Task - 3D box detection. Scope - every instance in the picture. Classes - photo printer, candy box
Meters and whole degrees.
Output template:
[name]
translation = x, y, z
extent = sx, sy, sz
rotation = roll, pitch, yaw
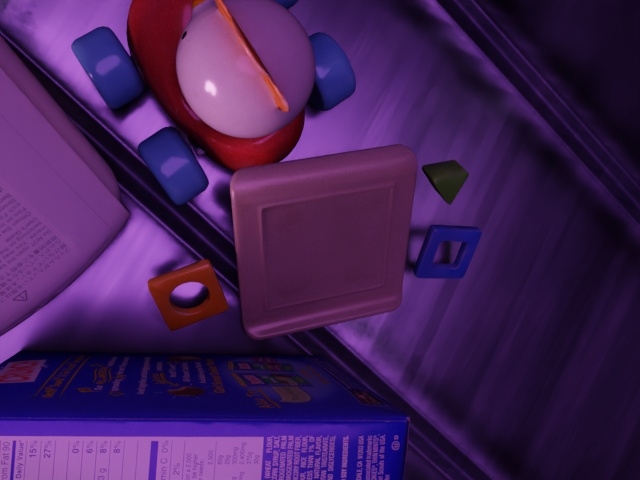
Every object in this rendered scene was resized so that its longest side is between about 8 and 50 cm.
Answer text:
[photo printer]
translation = -0.307, -0.032, 0.494
extent = 0.256, 0.308, 0.107
rotation = -40, 58, -9
[candy box]
translation = -0.122, 0.169, 0.540
extent = 0.316, 0.268, 0.122
rotation = 5, 88, -13

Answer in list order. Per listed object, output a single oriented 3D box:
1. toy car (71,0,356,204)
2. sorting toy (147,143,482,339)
[toy car]
translation = -0.079, -0.162, 0.548
extent = 0.219, 0.238, 0.210
rotation = -34, 100, -10
[sorting toy]
translation = 0.000, 0.000, 0.650
extent = 0.347, 0.047, 0.196
rotation = -11, 126, -14
